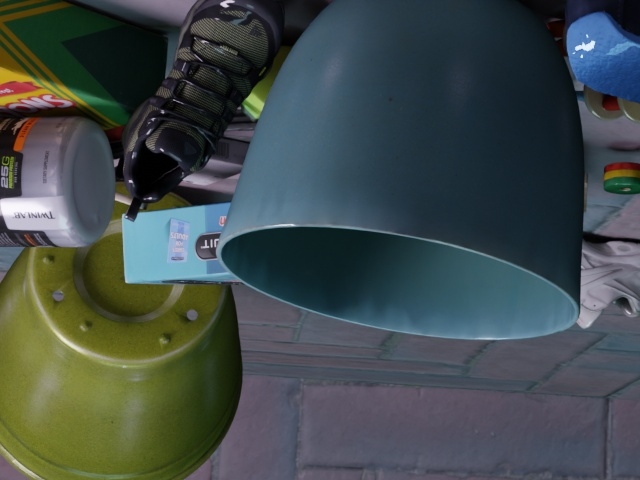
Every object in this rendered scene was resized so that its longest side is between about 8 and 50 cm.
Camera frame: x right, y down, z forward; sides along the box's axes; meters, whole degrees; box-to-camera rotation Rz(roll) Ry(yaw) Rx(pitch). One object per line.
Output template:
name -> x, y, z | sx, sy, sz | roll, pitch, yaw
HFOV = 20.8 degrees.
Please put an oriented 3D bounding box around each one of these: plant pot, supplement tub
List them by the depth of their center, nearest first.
plant pot -> 0.081, -0.071, 1.413 | 0.293, 0.235, 0.293 | 10, 163, 3
supplement tub -> -0.288, -0.051, 1.543 | 0.190, 0.117, 0.117 | 0, 167, 16
plant pot -> -0.255, 0.101, 2.179 | 0.366, 0.366, 0.353 | 5, 155, -9

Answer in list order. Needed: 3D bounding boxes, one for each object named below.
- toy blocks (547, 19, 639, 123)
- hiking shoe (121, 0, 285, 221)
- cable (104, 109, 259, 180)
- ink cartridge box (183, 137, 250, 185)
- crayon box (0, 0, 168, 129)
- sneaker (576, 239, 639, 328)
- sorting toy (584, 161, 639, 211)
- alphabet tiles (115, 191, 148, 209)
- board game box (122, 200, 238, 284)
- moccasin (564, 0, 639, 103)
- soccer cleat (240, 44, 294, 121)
toy blocks -> 0.235, -0.146, 1.449 | 0.123, 0.054, 0.148 | 40, 169, -24
hiking shoe -> -0.096, -0.112, 1.437 | 0.086, 0.114, 0.227 | 22, 128, -18
cable -> -0.148, -0.128, 1.745 | 0.139, 0.072, 0.287 | 32, 141, -31
ink cartridge box -> -0.127, -0.087, 1.914 | 0.063, 0.029, 0.115 | 10, 167, -30
crayon box -> -0.317, -0.164, 1.503 | 0.318, 0.081, 0.202 | 16, 163, -42
sneaker -> 0.320, 0.052, 2.216 | 0.232, 0.115, 0.090 | 6, 167, -11
sorting toy -> 0.210, -0.068, 1.868 | 0.274, 0.046, 0.132 | 1, 167, 9
alphabet tiles -> -0.312, -0.085, 1.798 | 0.278, 0.021, 0.284 | 18, 179, -2
board game box -> 0.000, 0.000, 1.843 | 0.336, 0.079, 0.254 | -6, 175, 36
moccasin -> 0.313, -0.154, 1.311 | 0.138, 0.117, 0.342 | -16, 159, 37
soccer cleat -> 0.041, -0.137, 1.577 | 0.289, 0.093, 0.121 | 17, 132, -33
